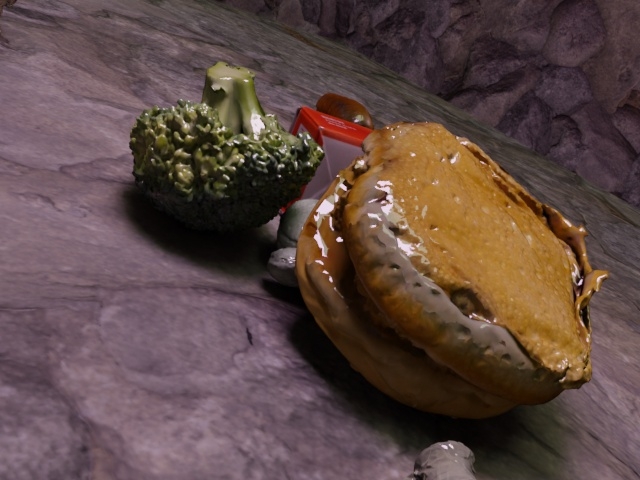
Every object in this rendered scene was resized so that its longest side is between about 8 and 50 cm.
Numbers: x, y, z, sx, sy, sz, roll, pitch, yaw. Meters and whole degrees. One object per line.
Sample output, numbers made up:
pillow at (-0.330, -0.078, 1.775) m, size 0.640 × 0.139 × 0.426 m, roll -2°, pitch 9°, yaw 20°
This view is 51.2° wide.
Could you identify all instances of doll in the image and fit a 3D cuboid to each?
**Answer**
doll at (0.000, 0.000, 0.747) m, size 0.103 × 0.071 × 0.214 m, roll 25°, pitch 21°, yaw 2°

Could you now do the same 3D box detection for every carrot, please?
carrot at (0.052, -0.261, 1.403) m, size 0.087 × 0.087 × 0.193 m, roll 14°, pitch 26°, yaw -26°

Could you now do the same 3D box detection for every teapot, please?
teapot at (0.088, 0.177, 0.462) m, size 0.067 × 0.057 × 0.083 m, roll -6°, pitch 18°, yaw 1°

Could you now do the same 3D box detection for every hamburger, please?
hamburger at (0.124, 0.029, 0.636) m, size 0.318 × 0.158 × 0.319 m, roll 20°, pitch 42°, yaw -19°

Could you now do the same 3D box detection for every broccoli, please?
broccoli at (-0.107, -0.095, 0.722) m, size 0.198 × 0.176 × 0.226 m, roll 9°, pitch 41°, yaw -22°

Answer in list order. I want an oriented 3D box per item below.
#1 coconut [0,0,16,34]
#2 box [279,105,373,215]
coconut at (-0.477, -0.317, 0.617) m, size 0.360 × 0.346 × 0.346 m, roll 29°, pitch 20°, yaw -9°
box at (0.034, -0.091, 0.916) m, size 0.182 × 0.133 × 0.099 m, roll 11°, pitch 23°, yaw -27°
